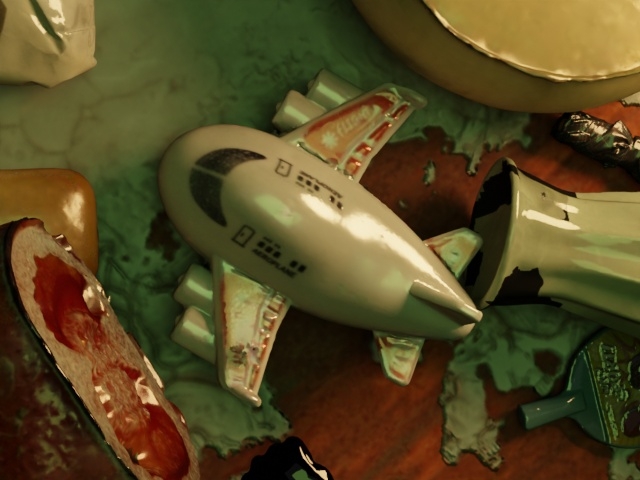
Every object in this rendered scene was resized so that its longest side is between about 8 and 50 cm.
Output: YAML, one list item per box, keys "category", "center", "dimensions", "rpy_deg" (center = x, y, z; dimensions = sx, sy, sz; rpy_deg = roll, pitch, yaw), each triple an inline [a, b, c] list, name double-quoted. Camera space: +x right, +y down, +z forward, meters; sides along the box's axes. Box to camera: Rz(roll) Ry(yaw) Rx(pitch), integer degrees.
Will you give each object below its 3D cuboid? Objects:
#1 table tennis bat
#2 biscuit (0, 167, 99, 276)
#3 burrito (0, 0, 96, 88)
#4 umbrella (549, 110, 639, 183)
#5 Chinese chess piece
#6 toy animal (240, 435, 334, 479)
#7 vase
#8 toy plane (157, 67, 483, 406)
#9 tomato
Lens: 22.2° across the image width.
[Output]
- category: "table tennis bat"
  center: [0.224, 0.116, 1.266]
  dimensions: [0.155, 0.019, 0.100]
  rpy_deg: [-14, 94, -15]
- category: "biscuit"
  center: [-0.291, 0.070, 1.118]
  dimensions: [0.291, 0.062, 0.237]
  rpy_deg: [-1, 91, -15]
- category: "burrito"
  center: [-0.254, -0.312, 1.073]
  dimensions: [0.139, 0.101, 0.445]
  rpy_deg: [-18, 105, -18]
- category: "umbrella"
  center: [0.246, -0.064, 1.260]
  dimensions: [0.144, 0.040, 0.037]
  rpy_deg: [23, 73, -14]
- category: "Chinese chess piece"
  center: [0.165, -0.262, 1.190]
  dimensions: [0.338, 0.140, 0.338]
  rpy_deg: [0, 89, -13]
- category: "toy animal"
  center: [-0.049, 0.254, 1.174]
  dimensions: [0.179, 0.116, 0.218]
  rpy_deg: [43, 73, -39]
- category: "vase"
  center: [0.295, 0.027, 1.219]
  dimensions: [0.360, 0.165, 0.165]
  rpy_deg: [11, 88, -10]
- category: "toy plane"
  center: [-0.001, 0.000, 1.159]
  dimensions: [0.252, 0.118, 0.252]
  rpy_deg: [1, 85, -6]
- category: "tomato"
  center: [-0.195, 0.109, 1.041]
  dimensions: [0.155, 0.181, 0.214]
  rpy_deg: [-29, 91, 6]
